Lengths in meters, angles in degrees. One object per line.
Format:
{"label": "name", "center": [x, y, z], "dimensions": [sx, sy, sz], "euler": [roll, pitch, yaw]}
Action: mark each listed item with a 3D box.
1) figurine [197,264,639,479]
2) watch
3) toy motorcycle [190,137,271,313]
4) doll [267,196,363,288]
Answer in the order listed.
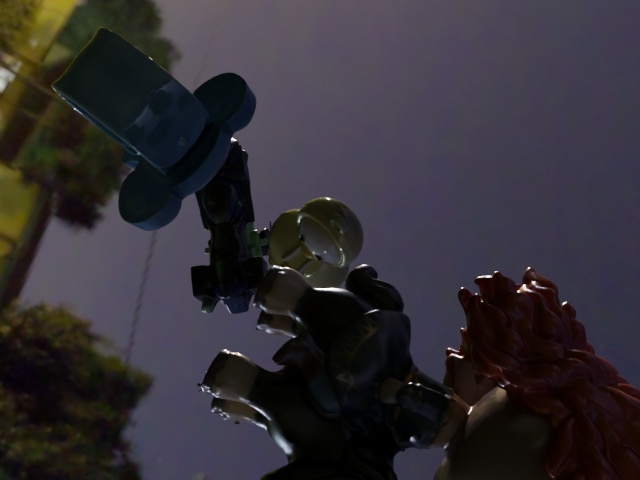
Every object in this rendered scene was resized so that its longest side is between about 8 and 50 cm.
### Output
{"label": "figurine", "center": [0.097, 0.166, 0.974], "dimensions": [0.241, 0.411, 0.306], "euler": [96, -6, -51]}
{"label": "watch", "center": [-0.203, -0.144, 1.237], "dimensions": [0.211, 0.193, 0.211], "euler": [-24, -135, 26]}
{"label": "toy motorcycle", "center": [-0.156, -0.044, 1.857], "dimensions": [0.196, 0.125, 0.331], "euler": [54, 29, -68]}
{"label": "doll", "center": [-0.010, 0.007, 1.625], "dimensions": [0.117, 0.141, 0.296], "euler": [-36, 177, -12]}
